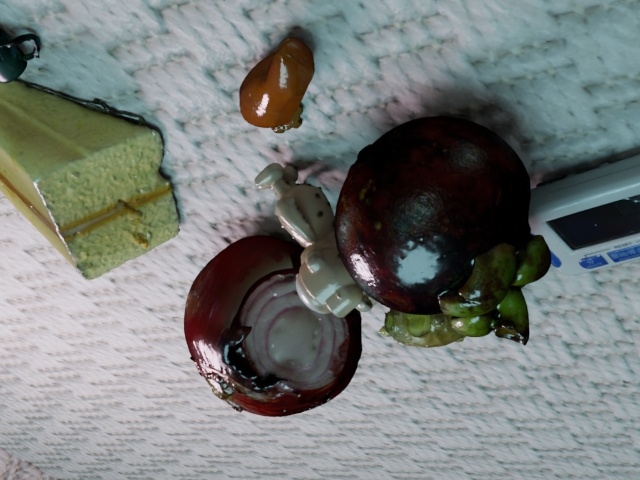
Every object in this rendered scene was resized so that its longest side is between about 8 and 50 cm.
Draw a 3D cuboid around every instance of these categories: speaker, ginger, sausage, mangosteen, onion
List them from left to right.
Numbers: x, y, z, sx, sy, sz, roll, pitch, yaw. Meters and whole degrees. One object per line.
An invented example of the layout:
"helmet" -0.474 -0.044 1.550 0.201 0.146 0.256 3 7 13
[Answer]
"speaker" -0.461 -0.275 1.392 0.095 0.060 0.075 -3 146 26
"onion" -0.097 0.165 1.718 0.342 0.341 0.341 11 149 6
"sausage" -0.058 -0.215 1.301 0.089 0.089 0.179 23 154 -14
"ginger" 0.204 0.151 1.773 0.216 0.102 0.157 -11 168 28
"mangosteen" 0.167 -0.020 1.308 0.311 0.311 0.311 11 149 6

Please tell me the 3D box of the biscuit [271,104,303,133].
"biscuit" -0.069 -0.192 1.408 0.092 0.016 0.082 26 148 -22

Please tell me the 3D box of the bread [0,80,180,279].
"bread" -0.460 -0.159 1.619 0.405 0.242 0.345 45 156 13

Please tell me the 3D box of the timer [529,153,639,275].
"timer" 0.429 -0.041 1.388 0.254 0.078 0.178 -17 135 39

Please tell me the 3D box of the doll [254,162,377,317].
"doll" -0.001 -0.001 1.472 0.119 0.278 0.154 -41 152 21
